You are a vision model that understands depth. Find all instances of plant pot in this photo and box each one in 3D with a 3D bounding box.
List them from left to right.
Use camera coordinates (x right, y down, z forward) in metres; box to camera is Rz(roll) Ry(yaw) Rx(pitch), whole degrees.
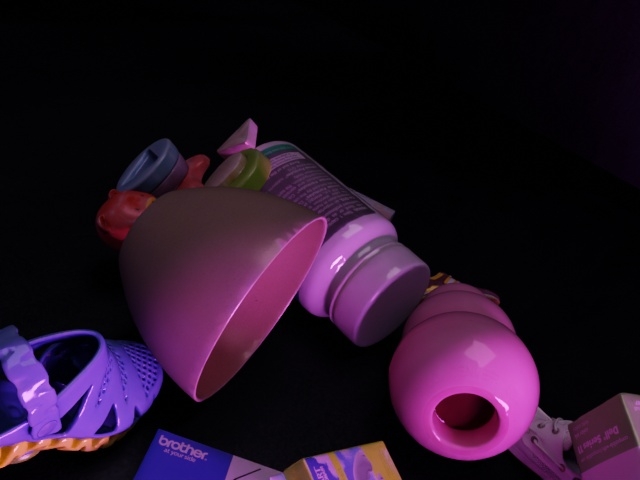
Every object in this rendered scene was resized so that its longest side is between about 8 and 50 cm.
[{"bbox_3d":[-0.148,0.039,0.790,0.191,0.284,0.284,33,33,11],"label":"plant pot"}]

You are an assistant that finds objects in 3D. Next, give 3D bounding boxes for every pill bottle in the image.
[{"bbox_3d":[0.000,0.000,1.028,0.204,0.204,0.361,-14,45,-43],"label":"pill bottle"}]

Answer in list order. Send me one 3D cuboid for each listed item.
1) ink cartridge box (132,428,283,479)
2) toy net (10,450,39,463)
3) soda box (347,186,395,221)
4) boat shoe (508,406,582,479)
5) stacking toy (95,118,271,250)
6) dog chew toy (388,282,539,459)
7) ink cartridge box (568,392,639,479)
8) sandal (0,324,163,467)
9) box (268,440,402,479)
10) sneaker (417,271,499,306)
[{"bbox_3d":[-0.106,0.294,0.668,0.207,0.046,0.097,20,31,-2],"label":"ink cartridge box"},{"bbox_3d":[-0.422,0.184,0.653,0.232,0.045,0.122,26,34,10],"label":"toy net"},{"bbox_3d":[0.068,-0.072,1.318,0.183,0.058,0.063,28,32,10],"label":"soda box"},{"bbox_3d":[0.356,0.305,0.879,0.098,0.096,0.277,-5,41,-37],"label":"boat shoe"},{"bbox_3d":[-0.234,-0.110,0.975,0.130,0.280,0.309,46,14,-32],"label":"stacking toy"},{"bbox_3d":[0.213,0.172,0.913,0.207,0.206,0.332,22,23,1],"label":"dog chew toy"},{"bbox_3d":[0.449,0.375,0.693,0.207,0.119,0.353,11,50,-14],"label":"ink cartridge box"},{"bbox_3d":[-0.268,0.151,0.638,0.126,0.138,0.317,43,12,15],"label":"sandal"},{"bbox_3d":[0.033,0.297,0.685,0.178,0.042,0.109,11,44,-50],"label":"box"},{"bbox_3d":[0.262,0.098,1.163,0.186,0.069,0.083,8,39,-22],"label":"sneaker"}]
